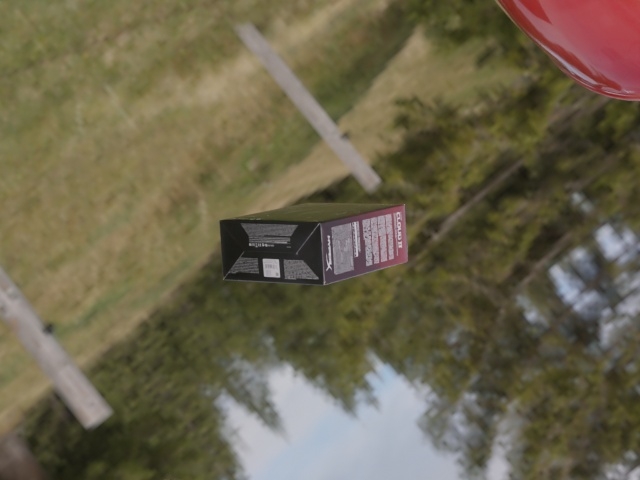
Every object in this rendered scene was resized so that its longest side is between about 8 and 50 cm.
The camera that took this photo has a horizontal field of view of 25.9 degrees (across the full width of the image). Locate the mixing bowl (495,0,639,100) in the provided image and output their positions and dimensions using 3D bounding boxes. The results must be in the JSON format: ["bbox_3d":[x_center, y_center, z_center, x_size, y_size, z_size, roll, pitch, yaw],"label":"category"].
[{"bbox_3d":[0.117,-0.157,0.570,0.098,0.181,0.181,14,140,-39],"label":"mixing bowl"}]

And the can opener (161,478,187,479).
[{"bbox_3d":[0.018,0.211,0.530,0.095,0.283,0.076,-50,174,19],"label":"can opener"}]

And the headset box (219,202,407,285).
[{"bbox_3d":[0.000,0.000,0.692,0.062,0.032,0.083,2,-170,36],"label":"headset box"}]
